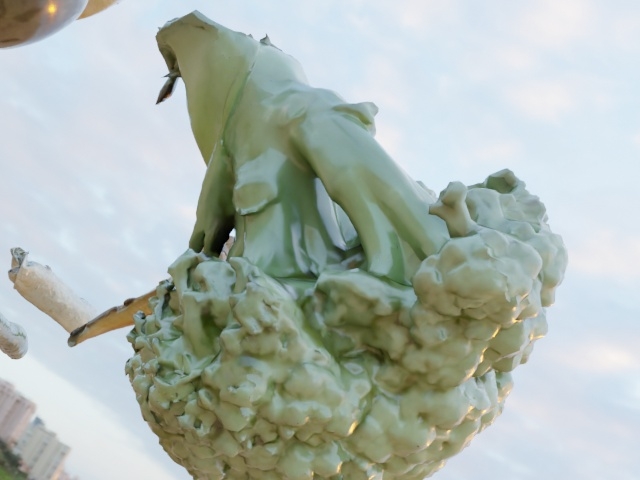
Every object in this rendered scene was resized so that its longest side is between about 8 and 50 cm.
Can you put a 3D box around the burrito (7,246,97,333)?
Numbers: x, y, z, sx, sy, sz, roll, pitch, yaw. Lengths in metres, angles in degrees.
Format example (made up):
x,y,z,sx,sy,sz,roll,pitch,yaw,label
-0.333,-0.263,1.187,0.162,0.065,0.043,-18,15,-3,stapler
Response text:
x,y,z,sx,sy,sz,roll,pitch,yaw,label
-0.478,0.095,1.326,0.226,0.060,0.087,57,4,-44,burrito

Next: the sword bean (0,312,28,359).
x,y,z,sx,sy,sz,roll,pitch,yaw,label
-0.333,0.077,0.724,0.043,0.038,0.269,-9,-17,-7,sword bean

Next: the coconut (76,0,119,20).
x,y,z,sx,sy,sz,roll,pitch,yaw,label
-0.487,-0.614,1.429,0.415,0.345,0.415,28,-12,6,coconut

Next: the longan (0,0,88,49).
x,y,z,sx,sy,sz,roll,pitch,yaw,label
-0.409,-0.359,0.992,0.196,0.220,0.197,25,-48,31,longan

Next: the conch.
x,y,z,sx,sy,sz,roll,pitch,yaw,label
-0.177,0.074,0.997,0.109,0.330,0.093,7,-58,49,conch

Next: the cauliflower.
x,y,z,sx,sy,sz,roll,pitch,yaw,label
0.014,0.017,0.464,0.260,0.281,0.327,16,-18,-32,cauliflower
